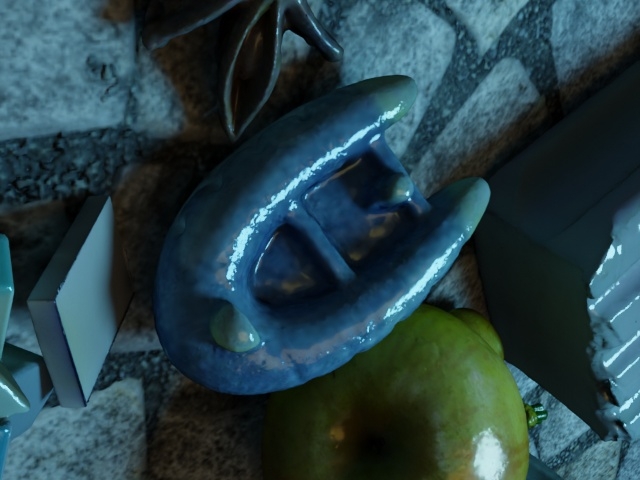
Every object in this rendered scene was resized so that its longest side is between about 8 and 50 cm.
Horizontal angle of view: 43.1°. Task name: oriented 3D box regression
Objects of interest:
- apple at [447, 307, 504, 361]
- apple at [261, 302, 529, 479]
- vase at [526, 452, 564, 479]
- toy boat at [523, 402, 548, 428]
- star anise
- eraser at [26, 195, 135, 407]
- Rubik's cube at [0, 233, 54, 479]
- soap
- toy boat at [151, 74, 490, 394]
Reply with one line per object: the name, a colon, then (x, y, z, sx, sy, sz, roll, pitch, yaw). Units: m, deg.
apple: (0.172, 0.131, 0.987, 0.114, 0.099, 0.102, -28, 96, -57)
apple: (0.076, 0.203, 0.843, 0.286, 0.286, 0.233, -61, 157, 5)
vase: (0.205, 0.448, 1.126, 0.245, 0.245, 0.291, 10, 116, -41)
toy boat: (0.237, 0.235, 1.106, 0.088, 0.089, 0.229, -40, 144, 14)
star anise: (-0.065, -0.222, 0.614, 0.198, 0.110, 0.257, -37, 126, 4)
eraser: (-0.185, 0.043, 0.642, 0.023, 0.150, 0.103, -3, 122, 5)
Rubik's cube: (-0.294, 0.093, 0.527, 0.265, 0.224, 0.212, 7, 106, -35)
soap: (0.421, -0.022, 1.027, 0.435, 0.213, 0.350, -38, 129, -15)
toy boat: (0.000, 0.000, 0.707, 0.330, 0.123, 0.215, -36, 99, -11)
